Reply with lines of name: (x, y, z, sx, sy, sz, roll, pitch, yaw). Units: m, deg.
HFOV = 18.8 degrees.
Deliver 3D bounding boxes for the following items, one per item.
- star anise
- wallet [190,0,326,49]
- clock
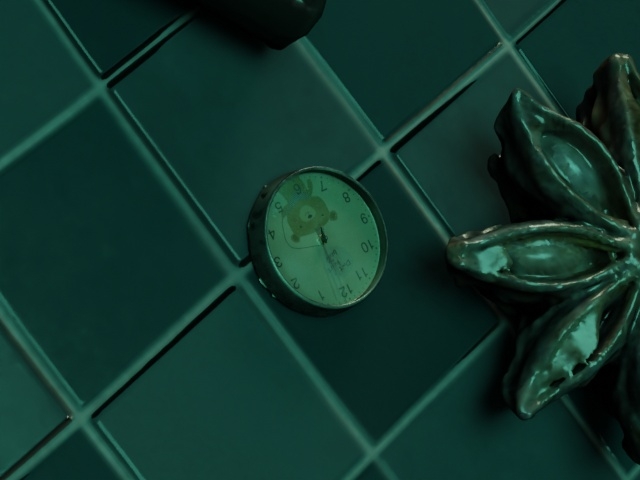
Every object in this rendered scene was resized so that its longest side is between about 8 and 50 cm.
star anise: (0.185, 0.012, 1.127, 0.223, 0.109, 0.236, 22, 80, -1)
wallet: (-0.151, -0.282, 1.021, 0.406, 0.062, 0.228, 26, 66, -23)
clock: (0.000, 0.000, 1.065, 0.085, 0.017, 0.085, 9, 73, -30)
